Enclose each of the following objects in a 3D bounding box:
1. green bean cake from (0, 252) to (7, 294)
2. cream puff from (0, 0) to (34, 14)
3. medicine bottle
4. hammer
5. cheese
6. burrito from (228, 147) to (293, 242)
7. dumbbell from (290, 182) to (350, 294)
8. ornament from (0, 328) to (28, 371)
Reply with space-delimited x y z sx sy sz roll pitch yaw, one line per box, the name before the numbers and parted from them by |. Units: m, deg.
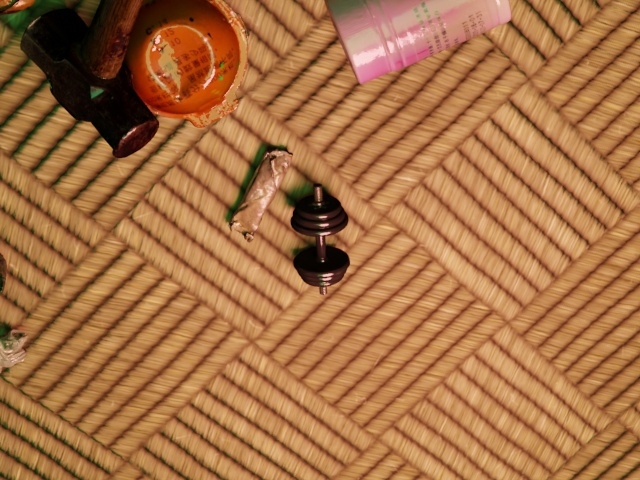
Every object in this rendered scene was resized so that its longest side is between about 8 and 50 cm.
green bean cake | -0.618 0.076 2.079 0.181 0.094 0.173 21 112 -20
cream puff | -0.472 -0.390 1.852 0.133 0.119 0.104 28 152 9
medicine bottle | 0.147 -0.355 1.956 0.254 0.152 0.152 -23 118 2
hammer | -0.279 -0.323 1.798 0.242 0.095 0.409 48 136 13
cheese | -0.235 -0.323 1.925 0.217 0.129 0.329 -29 107 10
burrito | -0.100 -0.078 2.120 0.051 0.042 0.171 22 114 -16
dumbbell | 0.000 0.000 2.143 0.099 0.099 0.208 -7 119 -6
ornament | -0.536 0.187 2.182 0.068 0.041 0.092 9 125 -8
